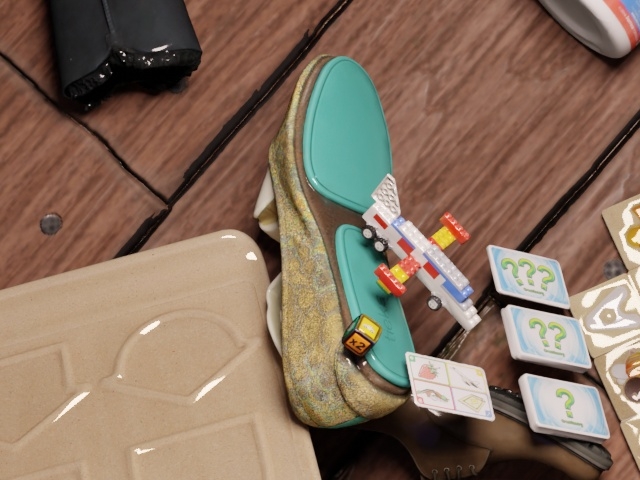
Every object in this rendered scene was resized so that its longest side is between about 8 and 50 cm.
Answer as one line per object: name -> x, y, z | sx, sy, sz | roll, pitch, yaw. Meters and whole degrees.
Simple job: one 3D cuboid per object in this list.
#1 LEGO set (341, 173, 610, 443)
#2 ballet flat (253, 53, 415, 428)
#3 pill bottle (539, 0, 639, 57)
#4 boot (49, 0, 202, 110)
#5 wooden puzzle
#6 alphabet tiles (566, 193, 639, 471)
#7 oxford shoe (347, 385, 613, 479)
LEGO set -> 0.121, 0.054, 1.516 | 0.244, 0.060, 0.182 | 14, 48, -29
ballet flat -> 0.000, 0.000, 1.589 | 0.123, 0.123, 0.348 | -10, 55, 4
pill bottle -> 0.284, -0.271, 1.626 | 0.124, 0.124, 0.221 | 43, 86, 13
boot -> -0.134, -0.242, 1.681 | 0.246, 0.094, 0.207 | -22, 73, 9
wooden puzzle -> -0.169, 0.179, 1.571 | 0.322, 0.080, 0.348 | -15, 53, 0
alphabet tiles -> 0.394, 0.060, 1.605 | 0.343, 0.011, 0.285 | -23, 77, 1
oxford shoe -> 0.127, 0.162, 1.585 | 0.227, 0.083, 0.096 | 18, 90, 17
